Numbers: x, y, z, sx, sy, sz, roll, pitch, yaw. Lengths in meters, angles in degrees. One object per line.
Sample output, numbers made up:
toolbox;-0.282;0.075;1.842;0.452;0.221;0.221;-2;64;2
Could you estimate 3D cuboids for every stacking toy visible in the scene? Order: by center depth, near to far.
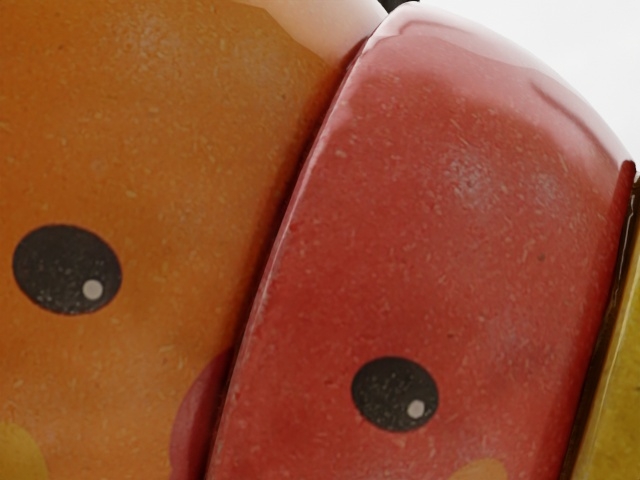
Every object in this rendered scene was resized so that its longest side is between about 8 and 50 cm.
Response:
stacking toy;0.078;0.053;0.426;0.479;0.350;0.351;14;-62;12

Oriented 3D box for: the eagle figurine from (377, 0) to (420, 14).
eagle figurine;-0.005;-0.172;0.891;0.225;0.226;0.298;-16;-73;-37
